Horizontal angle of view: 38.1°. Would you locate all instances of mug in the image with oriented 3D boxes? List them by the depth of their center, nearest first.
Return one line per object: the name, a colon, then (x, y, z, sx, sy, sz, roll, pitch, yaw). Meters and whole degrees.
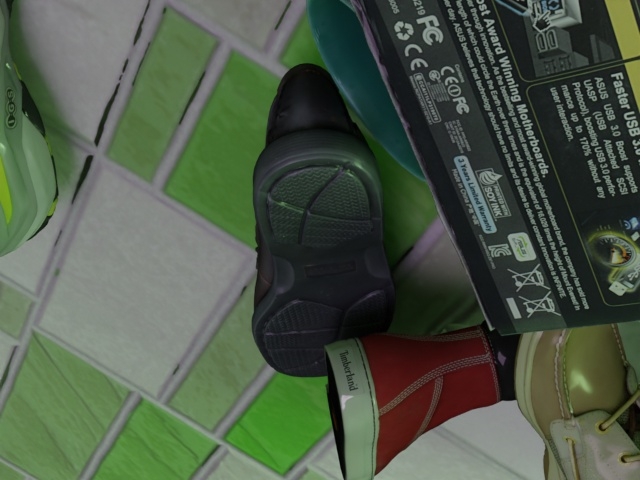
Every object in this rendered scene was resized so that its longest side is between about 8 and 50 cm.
mug: (0.064, -0.118, 0.504, 0.129, 0.097, 0.157, 47, 169, 39)

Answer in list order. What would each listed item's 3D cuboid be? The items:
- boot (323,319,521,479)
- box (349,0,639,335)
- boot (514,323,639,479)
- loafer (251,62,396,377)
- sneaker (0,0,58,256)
boot: (0.095, 0.128, 0.742, 0.176, 0.088, 0.244, -12, 156, -6)
box: (0.146, -0.157, 0.298, 0.318, 0.097, 0.394, -11, 120, 32)
boot: (0.202, 0.130, 0.538, 0.165, 0.077, 0.213, 28, 144, 50)
loafer: (0.000, 0.000, 0.679, 0.109, 0.095, 0.302, -3, 146, -3)
sneaker: (-0.297, -0.141, 0.636, 0.145, 0.147, 0.384, 1, 120, 27)
